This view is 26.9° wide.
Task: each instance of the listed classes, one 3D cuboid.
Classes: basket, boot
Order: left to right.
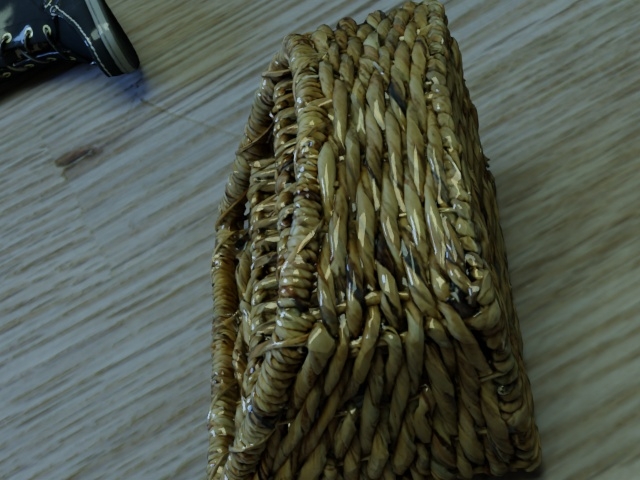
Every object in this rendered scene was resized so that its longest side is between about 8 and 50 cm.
[{"bbox_3d":[-0.276,-0.173,1.238,0.179,0.085,0.236,-33,37,-7],"label":"boot"},{"bbox_3d":[0.000,0.000,0.849,0.223,0.213,0.299,-12,44,11],"label":"basket"}]
